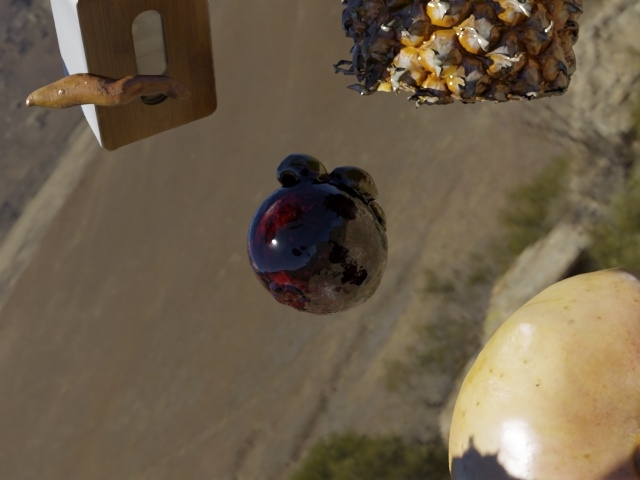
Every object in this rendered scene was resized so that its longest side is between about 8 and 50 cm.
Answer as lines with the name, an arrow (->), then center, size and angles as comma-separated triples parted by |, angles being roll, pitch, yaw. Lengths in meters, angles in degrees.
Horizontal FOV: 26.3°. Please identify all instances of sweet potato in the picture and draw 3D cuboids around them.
sweet potato -> -0.232, -0.163, 1.491 | 0.044, 0.179, 0.044 | 175, 90, -88

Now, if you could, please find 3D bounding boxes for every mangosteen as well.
mangosteen -> 0.000, 0.000, 1.832 | 0.210, 0.210, 0.210 | -48, 16, 18

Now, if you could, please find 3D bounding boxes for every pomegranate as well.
pomegranate -> 0.295, 0.195, 1.327 | 0.338, 0.338, 0.338 | -48, 16, 18

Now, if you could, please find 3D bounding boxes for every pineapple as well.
pineapple -> 0.175, -0.334, 1.723 | 0.352, 0.300, 0.352 | -5, 22, 2

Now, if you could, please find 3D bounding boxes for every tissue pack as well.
tissue pack -> -0.228, -0.257, 1.649 | 0.159, 0.246, 0.136 | -22, 52, -17
